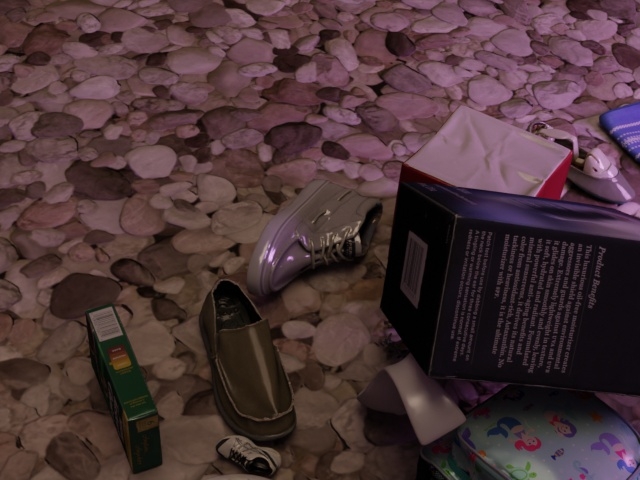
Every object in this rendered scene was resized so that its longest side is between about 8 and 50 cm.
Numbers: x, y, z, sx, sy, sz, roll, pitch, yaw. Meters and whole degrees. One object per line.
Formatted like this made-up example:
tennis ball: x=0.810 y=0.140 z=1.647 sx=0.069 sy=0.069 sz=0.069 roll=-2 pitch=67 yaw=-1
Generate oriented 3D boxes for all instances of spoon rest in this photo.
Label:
spoon rest: x=0.109 y=0.167 z=1.131 sx=0.137 sy=0.276 sz=0.084 roll=-30 pitch=92 yaw=-2

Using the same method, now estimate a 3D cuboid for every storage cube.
storage cube: x=0.231 y=-0.048 z=1.386 sx=0.215 sy=0.193 sz=0.183 roll=26 pitch=48 yaw=22

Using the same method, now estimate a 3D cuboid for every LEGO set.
LEGO set: x=0.109 y=0.141 z=1.304 sx=0.054 sy=0.023 sz=0.083 roll=11 pitch=31 yaw=4

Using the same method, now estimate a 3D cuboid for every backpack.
backpack: x=0.258 y=0.280 z=1.059 sx=0.225 sy=0.191 sz=0.253 roll=-25 pitch=56 yaw=-29

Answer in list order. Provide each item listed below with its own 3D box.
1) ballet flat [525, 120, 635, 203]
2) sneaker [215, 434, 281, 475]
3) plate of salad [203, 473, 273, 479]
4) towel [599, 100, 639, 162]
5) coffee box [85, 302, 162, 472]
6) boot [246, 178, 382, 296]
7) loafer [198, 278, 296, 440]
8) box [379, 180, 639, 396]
ballet flat: x=0.429 y=-0.134 z=1.582 sx=0.213 sy=0.068 sz=0.072 roll=33 pitch=51 yaw=26
sneaker: x=-0.089 y=0.259 z=1.143 sx=0.083 sy=0.031 sz=0.037 roll=12 pitch=16 yaw=9
plate of salad: x=-0.093 y=0.340 z=1.055 sx=0.200 sy=0.048 sz=0.199 roll=2 pitch=43 yaw=-2
towel: x=0.671 y=-0.149 z=1.641 sx=0.243 sy=0.040 sz=0.336 roll=-16 pitch=48 yaw=-20
coffee box: x=-0.242 y=0.178 z=1.164 sx=0.040 sy=0.113 sz=0.184 roll=-15 pitch=49 yaw=-21
boot: x=0.000 y=0.000 z=1.382 sx=0.123 sy=0.095 sz=0.258 roll=15 pitch=43 yaw=20
loafer: x=-0.102 y=0.148 z=1.226 sx=0.094 sy=0.087 sz=0.251 roll=-15 pitch=47 yaw=-20
box: x=0.246 y=0.046 z=1.098 sx=0.294 sy=0.182 sz=0.296 roll=8 pitch=10 yaw=-8
